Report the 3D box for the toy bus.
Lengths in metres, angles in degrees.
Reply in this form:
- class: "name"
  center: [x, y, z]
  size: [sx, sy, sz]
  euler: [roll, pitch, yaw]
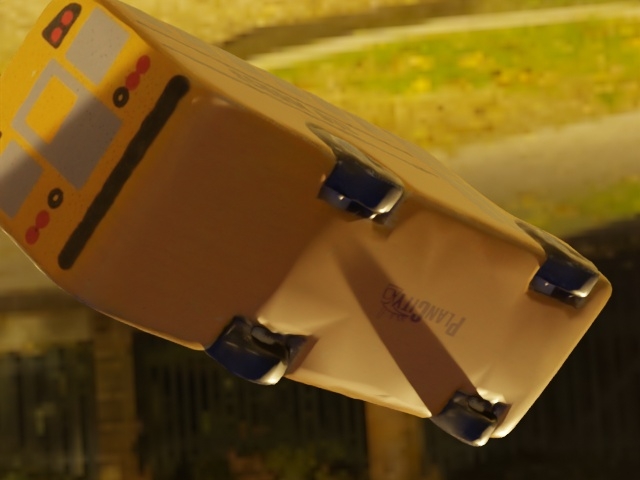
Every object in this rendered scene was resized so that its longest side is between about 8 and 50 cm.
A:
- class: "toy bus"
  center: [0.000, 0.000, 0.918]
  size: [0.130, 0.108, 0.333]
  euler: [40, -168, 37]
